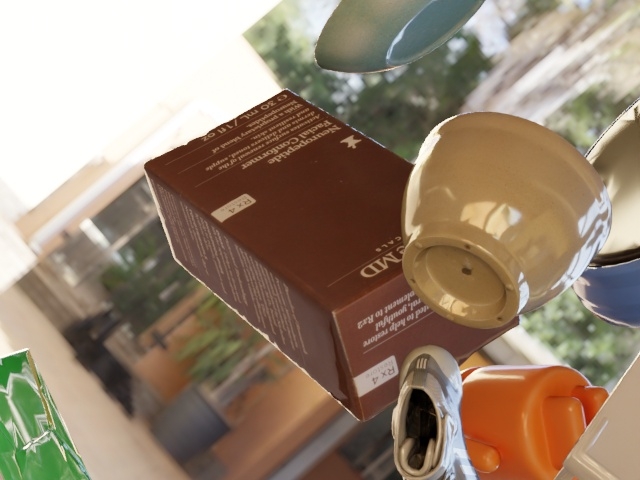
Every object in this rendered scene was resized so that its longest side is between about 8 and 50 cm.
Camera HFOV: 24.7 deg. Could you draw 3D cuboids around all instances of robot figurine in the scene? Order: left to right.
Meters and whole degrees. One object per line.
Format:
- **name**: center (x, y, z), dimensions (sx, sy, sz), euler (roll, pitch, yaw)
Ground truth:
- **robot figurine**: center (0.199, 0.190, 1.498), dimensions (0.128, 0.158, 0.219), euler (46, -30, -25)

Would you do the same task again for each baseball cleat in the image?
- **baseball cleat**: center (0.090, 0.192, 1.226), dimensions (0.109, 0.072, 0.206), euler (-61, 142, -57)

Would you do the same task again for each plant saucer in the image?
- **plant saucer**: center (0.084, -0.187, 1.164), dimensions (0.037, 0.195, 0.195), euler (53, -4, 13)

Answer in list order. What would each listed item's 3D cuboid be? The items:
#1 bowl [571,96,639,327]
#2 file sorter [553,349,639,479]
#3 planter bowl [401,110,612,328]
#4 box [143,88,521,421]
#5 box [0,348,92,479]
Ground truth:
- **bowl**: center (0.402, -0.082, 1.502), dimensions (0.077, 0.391, 0.391), euler (45, -4, -18)
- **file sorter**: center (0.299, 0.169, 1.117), dimensions (0.193, 0.277, 0.173), euler (37, -38, 10)
- **planter bowl**: center (0.126, -0.003, 1.113), dimensions (0.162, 0.109, 0.162), euler (22, -39, 19)
- **box**: center (0.000, 0.000, 1.434), dimensions (0.381, 0.191, 0.143), euler (36, -31, 48)
- **box**: center (-0.290, 0.174, 0.946), dimensions (0.127, 0.231, 0.262), euler (64, -3, 0)
